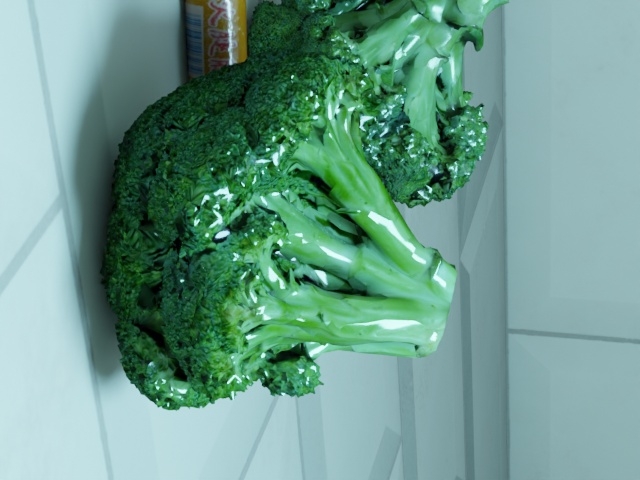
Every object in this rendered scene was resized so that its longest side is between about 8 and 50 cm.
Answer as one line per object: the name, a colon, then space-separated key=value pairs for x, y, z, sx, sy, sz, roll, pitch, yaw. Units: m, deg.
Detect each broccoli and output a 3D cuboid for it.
broccoli: x=-0.032 y=-0.003 z=1.312 sx=0.308 sy=0.275 sz=0.307 roll=-156 pitch=-90 yaw=-85
broccoli: x=0.069 y=-0.168 z=1.647 sx=0.270 sy=0.270 sz=0.270 roll=-44 pitch=179 yaw=19

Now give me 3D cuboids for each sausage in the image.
sausage: x=-0.088 y=-0.261 z=1.418 sx=0.053 sy=0.053 sz=0.347 roll=-52 pitch=144 yaw=-66
